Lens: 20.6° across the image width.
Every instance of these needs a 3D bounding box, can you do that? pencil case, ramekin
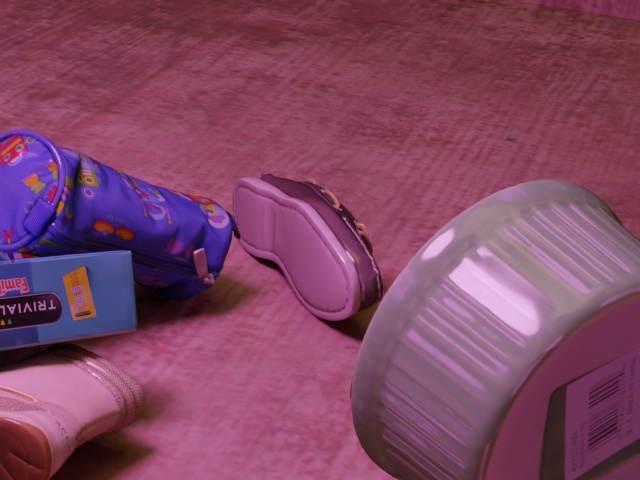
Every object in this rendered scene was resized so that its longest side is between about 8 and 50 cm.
[{"bbox_3d":[-0.214,-0.017,1.800,0.133,0.119,0.306,40,12,36],"label":"pencil case"},{"bbox_3d":[0.189,0.115,1.487,0.303,0.303,0.148,-10,34,-37],"label":"ramekin"}]

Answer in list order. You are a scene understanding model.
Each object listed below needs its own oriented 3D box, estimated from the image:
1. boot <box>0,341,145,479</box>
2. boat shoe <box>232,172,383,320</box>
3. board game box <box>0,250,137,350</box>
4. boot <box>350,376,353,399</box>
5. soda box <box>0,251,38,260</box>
[{"bbox_3d":[-0.305,0.145,1.532,0.262,0.095,0.203,5,14,21],"label":"boot"},{"bbox_3d":[0.000,0.000,1.966,0.096,0.117,0.324,-6,19,-23],"label":"boat shoe"},{"bbox_3d":[-0.373,0.065,1.560,0.253,0.079,0.336,-5,1,43],"label":"board game box"},{"bbox_3d":[0.135,0.129,1.737,0.152,0.073,0.197,14,34,21],"label":"boot"},{"bbox_3d":[-0.306,-0.028,1.929,0.067,0.071,0.210,7,21,1],"label":"soda box"}]
